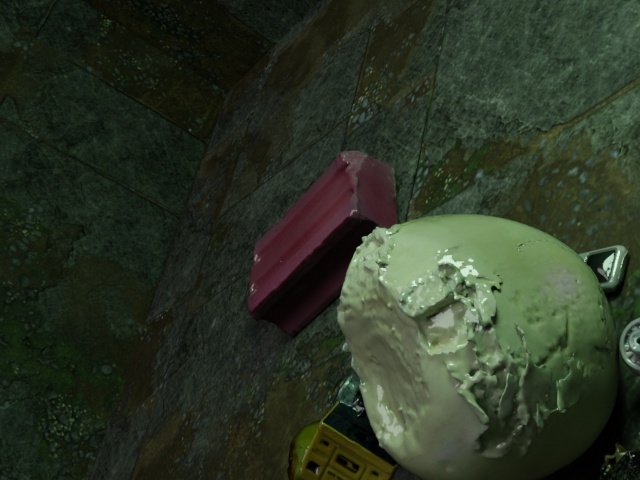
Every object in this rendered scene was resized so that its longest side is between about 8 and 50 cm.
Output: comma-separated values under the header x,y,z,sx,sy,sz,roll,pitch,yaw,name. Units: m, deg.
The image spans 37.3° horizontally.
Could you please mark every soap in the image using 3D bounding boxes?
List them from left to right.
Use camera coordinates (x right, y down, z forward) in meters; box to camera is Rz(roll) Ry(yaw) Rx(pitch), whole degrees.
x,y,z,sx,sy,sz,roll,pitch,yaw,name
0.000,0.000,1.927,0.359,0.128,0.233,-44,28,33,soap

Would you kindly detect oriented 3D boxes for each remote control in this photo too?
x,y,z,sx,sy,sz,roll,pitch,yaw,name
0.317,0.056,1.321,0.261,0.029,0.067,-19,45,57,remote control

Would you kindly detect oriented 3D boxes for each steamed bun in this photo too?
x,y,z,sx,sy,sz,roll,pitch,yaw,name
0.205,0.107,1.097,0.233,0.312,0.334,-42,68,55,steamed bun

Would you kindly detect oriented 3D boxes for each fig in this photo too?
x,y,z,sx,sy,sz,roll,pitch,yaw,name
0.023,0.344,1.464,0.165,0.144,0.154,-30,-1,37,fig

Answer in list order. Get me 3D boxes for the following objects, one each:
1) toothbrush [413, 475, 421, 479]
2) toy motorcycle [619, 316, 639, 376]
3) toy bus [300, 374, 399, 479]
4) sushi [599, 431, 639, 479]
x,y,z,sx,sy,sz,roll,pitch,yaw,name
0.137,0.262,1.447,0.025,0.029,0.307,-57,21,27,toothbrush
0.426,0.049,1.037,0.254,0.112,0.112,-59,22,9,toy motorcycle
0.088,0.238,1.299,0.123,0.121,0.335,-67,-13,20,toy bus
0.350,0.222,0.900,0.212,0.147,0.115,-52,27,36,sushi
